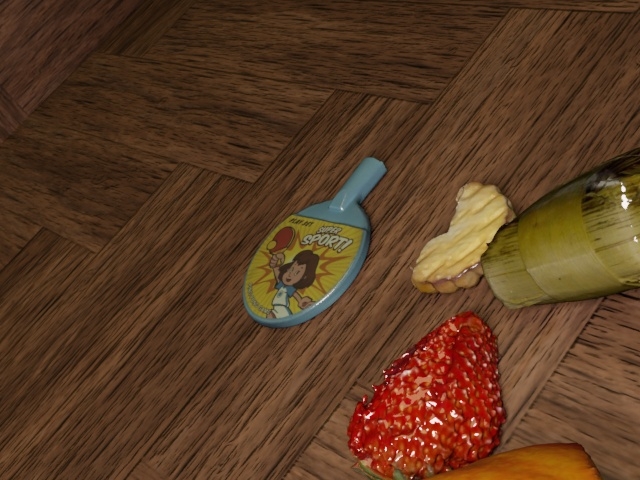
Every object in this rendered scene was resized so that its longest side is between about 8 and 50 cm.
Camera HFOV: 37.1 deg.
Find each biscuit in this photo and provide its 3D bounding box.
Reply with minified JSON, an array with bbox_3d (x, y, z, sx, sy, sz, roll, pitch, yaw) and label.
[{"bbox_3d":[0.208,0.008,1.302,0.118,0.061,0.183,21,67,46],"label":"biscuit"}]

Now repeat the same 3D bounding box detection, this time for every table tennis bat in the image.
[{"bbox_3d":[0.000,0.000,1.495,0.215,0.044,0.329,13,61,47],"label":"table tennis bat"}]

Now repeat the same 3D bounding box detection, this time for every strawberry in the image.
[{"bbox_3d":[0.122,0.192,1.136,0.188,0.106,0.286,-1,49,36],"label":"strawberry"}]

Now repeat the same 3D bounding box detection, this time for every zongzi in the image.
[{"bbox_3d":[0.368,-0.036,1.171,0.300,0.145,0.273,-34,5,-34],"label":"zongzi"}]

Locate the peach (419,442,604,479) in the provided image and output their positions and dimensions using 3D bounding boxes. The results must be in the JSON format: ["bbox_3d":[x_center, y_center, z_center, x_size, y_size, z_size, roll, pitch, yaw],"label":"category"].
[{"bbox_3d":[0.151,0.360,0.740,0.309,0.335,0.406,-25,37,8],"label":"peach"}]
